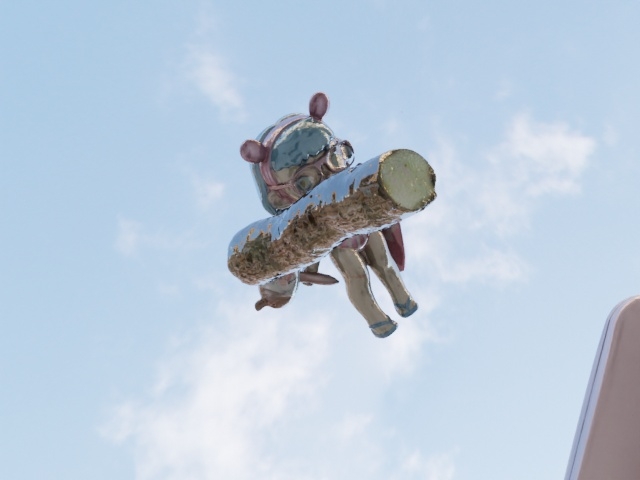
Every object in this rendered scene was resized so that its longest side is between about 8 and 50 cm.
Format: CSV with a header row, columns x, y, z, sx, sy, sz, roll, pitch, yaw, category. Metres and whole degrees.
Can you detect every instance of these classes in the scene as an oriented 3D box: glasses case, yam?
x,y,z,sx,sy,sz,roll,pitch,yaw,category
0.326,0.202,1.009,0.113,0.075,0.296,16,-94,2,glasses case
0.001,-0.016,0.796,0.061,0.253,0.061,10,-110,-30,yam

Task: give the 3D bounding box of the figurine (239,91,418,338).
x,y,z,sx,sy,sz,roll,pitch,yaw,category
0.000,-0.005,1.004,0.205,0.103,0.260,-36,-71,-13,figurine
